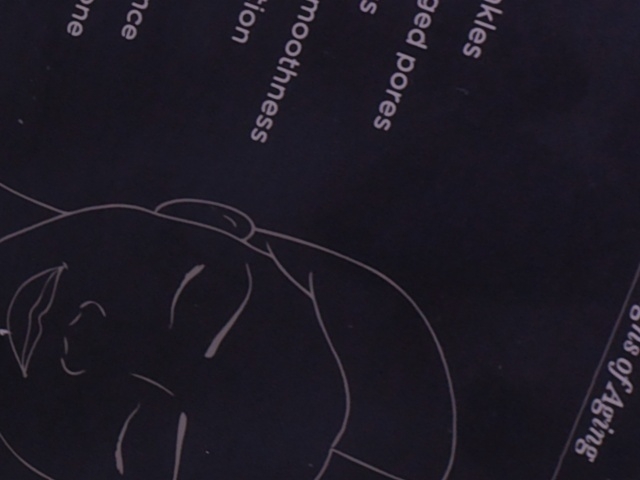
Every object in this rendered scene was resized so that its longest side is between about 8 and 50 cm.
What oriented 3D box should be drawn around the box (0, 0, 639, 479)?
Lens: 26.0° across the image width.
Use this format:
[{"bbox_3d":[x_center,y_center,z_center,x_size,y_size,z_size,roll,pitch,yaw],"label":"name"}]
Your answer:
[{"bbox_3d":[0.000,0.000,0.846,0.472,0.297,0.480,23,93,13],"label":"box"}]
